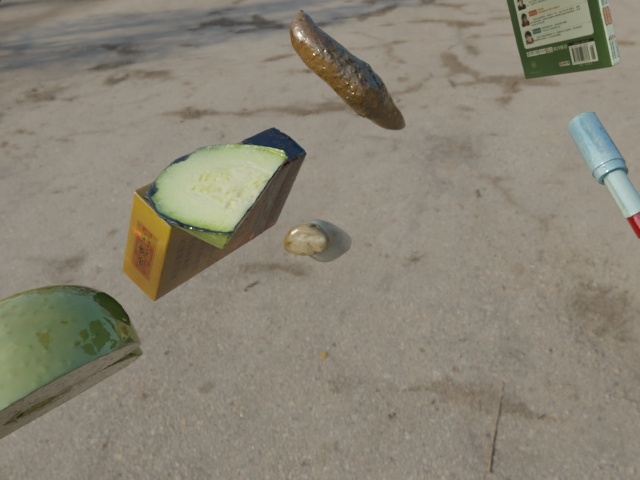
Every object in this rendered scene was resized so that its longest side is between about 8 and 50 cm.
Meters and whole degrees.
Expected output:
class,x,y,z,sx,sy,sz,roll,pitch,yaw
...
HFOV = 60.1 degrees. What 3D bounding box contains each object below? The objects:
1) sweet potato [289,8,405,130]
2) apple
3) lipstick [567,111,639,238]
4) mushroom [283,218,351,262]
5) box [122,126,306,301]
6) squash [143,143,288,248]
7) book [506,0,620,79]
class,x,y,z,sx,sy,sz,roll,pitch,yaw
sweet potato,0.069,-0.332,1.148,0.092,0.341,0.114,-42,24,21
apple,-0.467,0.233,0.886,0.360,0.320,0.311,-28,38,-24
lipstick,0.552,-0.122,1.044,0.068,0.061,0.274,14,50,-41
mushroom,0.000,0.002,1.161,0.097,0.088,0.212,29,4,17
box,-0.227,-0.069,1.230,0.115,0.264,0.415,40,47,13
squash,-0.155,-0.061,0.827,0.184,0.085,0.192,13,49,24
book,0.384,-0.408,0.920,0.027,0.264,0.202,-26,17,-13
